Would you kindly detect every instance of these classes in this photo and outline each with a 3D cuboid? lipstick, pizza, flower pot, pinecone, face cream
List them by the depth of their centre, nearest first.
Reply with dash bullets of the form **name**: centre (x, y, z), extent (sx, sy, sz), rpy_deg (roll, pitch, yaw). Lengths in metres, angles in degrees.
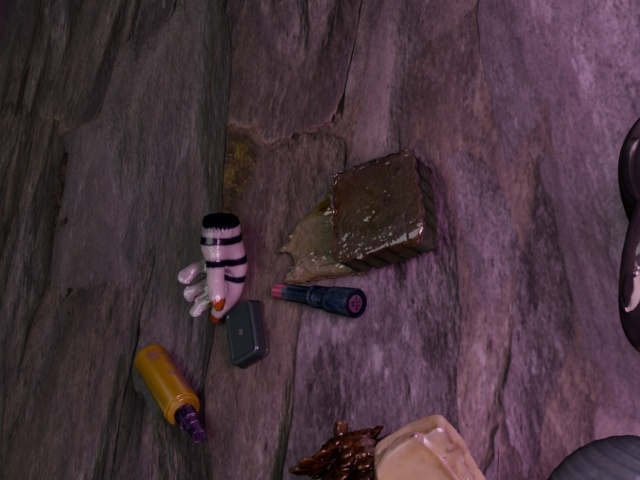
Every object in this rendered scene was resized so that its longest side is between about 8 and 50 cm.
- **flower pot**: centre (0.342, 0.348, 0.948), extent (0.189, 0.157, 0.243), rpy_deg (23, 98, 46)
- **pinecone**: centre (0.070, 0.377, 1.206), extent (0.186, 0.168, 0.212), rpy_deg (-26, 51, -14)
- **lipstick**: centre (-0.012, 0.108, 1.495), extent (0.234, 0.053, 0.053), rpy_deg (1, 76, 50)
- **pizza**: centre (0.000, 0.000, 1.531), extent (0.262, 0.034, 0.181), rpy_deg (-19, 62, 41)
- **face cream**: centre (-0.307, 0.324, 1.690), extent (0.273, 0.078, 0.078), rpy_deg (43, 106, 46)

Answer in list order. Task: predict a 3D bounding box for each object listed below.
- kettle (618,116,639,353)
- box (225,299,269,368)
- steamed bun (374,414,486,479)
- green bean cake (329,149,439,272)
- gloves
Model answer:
- **kettle**: centre (0.427, -0.013, 0.876), extent (0.228, 0.324, 0.320), rpy_deg (29, 96, 48)
- **box**: centre (-0.149, 0.185, 1.615), extent (0.091, 0.031, 0.126), rpy_deg (-32, 55, 34)
- **steamed bun**: centre (0.137, 0.433, 1.030), extent (0.247, 0.189, 0.427), rpy_deg (-22, 92, 7)
- **green bean cake**: centre (0.108, -0.044, 1.372), extent (0.173, 0.094, 0.181), rpy_deg (-18, 61, 27)
- **gloves**: centre (-0.210, 0.062, 1.677), extent (0.140, 0.131, 0.218), rpy_deg (19, 119, 46)
